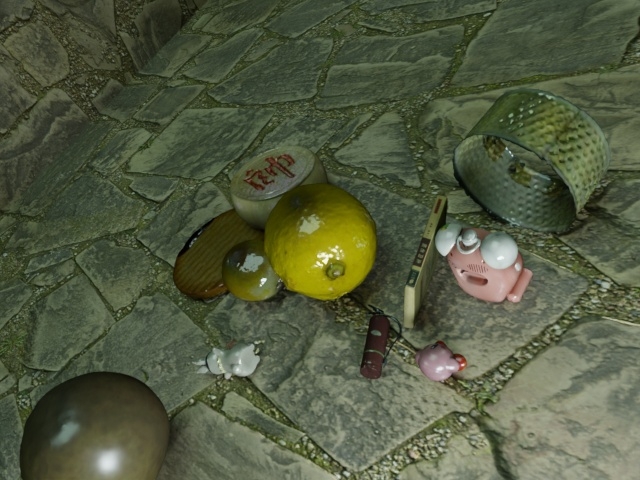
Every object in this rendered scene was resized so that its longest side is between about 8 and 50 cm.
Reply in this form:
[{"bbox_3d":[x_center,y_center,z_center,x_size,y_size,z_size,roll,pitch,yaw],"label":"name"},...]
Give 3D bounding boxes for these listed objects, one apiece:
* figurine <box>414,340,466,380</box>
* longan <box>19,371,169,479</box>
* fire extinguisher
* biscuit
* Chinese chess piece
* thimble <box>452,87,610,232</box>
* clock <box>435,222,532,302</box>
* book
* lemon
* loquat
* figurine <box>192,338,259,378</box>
[{"bbox_3d":[0.216,0.223,1.129,0.083,0.071,0.067,9,98,51],"label":"figurine"},{"bbox_3d":[-0.448,0.413,1.255,0.297,0.297,0.297,-20,41,19],"label":"longan"},{"bbox_3d":[0.121,0.201,1.246,0.078,0.045,0.157,9,50,8],"label":"fire extinguisher"},{"bbox_3d":[-0.272,0.030,1.713,0.317,0.040,0.318,-21,40,19],"label":"biscuit"},{"bbox_3d":[-0.112,-0.145,1.684,0.269,0.112,0.270,-14,38,11],"label":"Chinese chess piece"},{"bbox_3d":[0.409,-0.154,1.217,0.270,0.271,0.150,21,64,47],"label":"thimble"},{"bbox_3d":[0.304,0.041,1.174,0.165,0.162,0.093,15,63,45],"label":"clock"},{"bbox_3d":[0.212,0.044,1.248,0.026,0.161,0.231,14,56,17],"label":"book"},{"bbox_3d":[-0.001,-0.001,1.377,0.260,0.260,0.284,-48,22,-15],"label":"lemon"},{"bbox_3d":[-0.168,0.072,1.509,0.195,0.152,0.152,15,60,33],"label":"loquat"},{"bbox_3d":[-0.209,0.273,1.408,0.146,0.081,0.098,-8,2,37],"label":"figurine"}]
